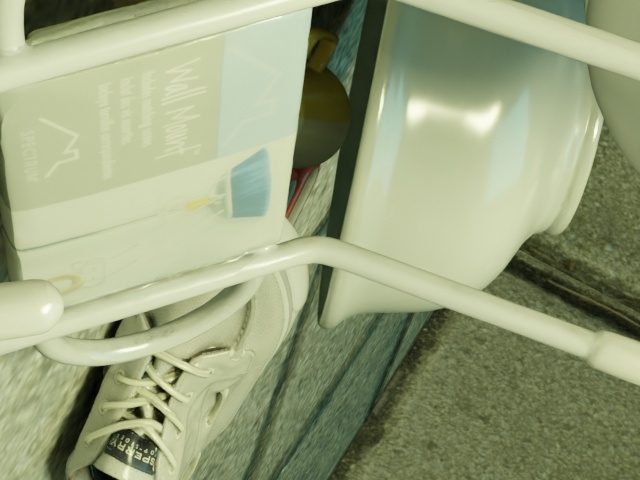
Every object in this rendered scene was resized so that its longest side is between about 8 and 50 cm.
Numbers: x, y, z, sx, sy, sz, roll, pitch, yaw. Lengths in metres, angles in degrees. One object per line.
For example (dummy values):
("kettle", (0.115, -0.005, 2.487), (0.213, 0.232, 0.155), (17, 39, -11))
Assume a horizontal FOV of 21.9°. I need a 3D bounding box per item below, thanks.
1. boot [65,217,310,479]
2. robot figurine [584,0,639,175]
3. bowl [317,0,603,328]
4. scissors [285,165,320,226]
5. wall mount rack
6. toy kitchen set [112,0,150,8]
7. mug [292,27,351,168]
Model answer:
("boot", (-0.080, 0.082, 0.921), (0.258, 0.095, 0.123), (108, 7, -55))
("robot figurine", (0.213, -0.129, 0.699), (0.199, 0.300, 0.353), (-27, -151, 27))
("bowl", (0.088, -0.084, 0.962), (0.298, 0.134, 0.298), (-170, -90, -87))
("scissors", (-0.076, 0.070, 1.164), (0.297, 0.021, 0.109), (-64, 173, 5))
("wall mount rack", (0.000, 0.000, 0.619), (0.304, 0.130, 0.350), (-16, 155, -14))
("toy kitchen set", (-0.050, -0.104, 0.649), (0.083, 0.068, 0.075), (-27, -155, 35))
("mug", (-0.023, -0.078, 0.921), (0.064, 0.062, 0.078), (-10, 98, -68))
